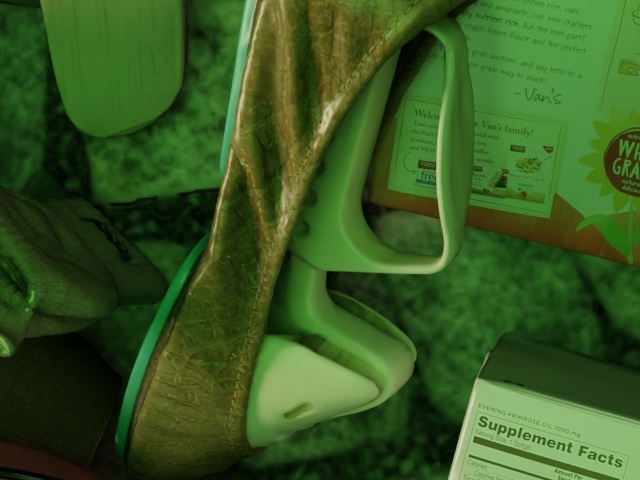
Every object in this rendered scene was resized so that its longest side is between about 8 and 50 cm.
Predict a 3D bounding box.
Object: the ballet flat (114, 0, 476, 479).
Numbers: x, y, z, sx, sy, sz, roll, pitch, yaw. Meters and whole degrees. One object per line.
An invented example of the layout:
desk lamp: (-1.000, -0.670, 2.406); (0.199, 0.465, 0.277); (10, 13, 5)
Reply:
ballet flat: (0.000, 0.000, 0.778); (0.124, 0.116, 0.342); (26, 114, 14)

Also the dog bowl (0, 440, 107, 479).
dog bowl: (-0.195, 0.262, 0.756); (0.408, 0.150, 0.408); (-11, 124, -16)

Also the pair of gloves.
pair of gloves: (-0.191, -0.040, 0.806); (0.240, 0.204, 0.042); (44, 99, 5)

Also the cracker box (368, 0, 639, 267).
cracker box: (0.123, -0.115, 0.794); (0.156, 0.067, 0.232); (14, 108, 9)

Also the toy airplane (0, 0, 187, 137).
toy airplane: (-0.132, -0.268, 0.741); (0.384, 0.272, 0.386); (27, 107, -35)

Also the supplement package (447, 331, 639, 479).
supplement package: (0.121, 0.166, 0.762); (0.149, 0.194, 0.203); (16, 95, 9)

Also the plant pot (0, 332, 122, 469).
plant pot: (-0.224, 0.068, 0.832); (0.230, 0.215, 0.215); (25, 96, -8)
